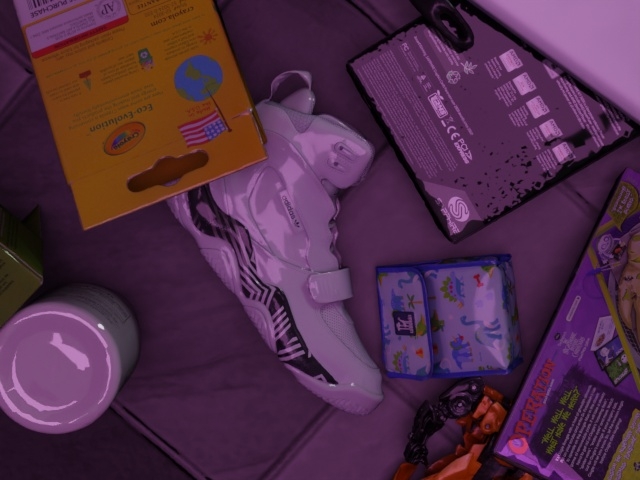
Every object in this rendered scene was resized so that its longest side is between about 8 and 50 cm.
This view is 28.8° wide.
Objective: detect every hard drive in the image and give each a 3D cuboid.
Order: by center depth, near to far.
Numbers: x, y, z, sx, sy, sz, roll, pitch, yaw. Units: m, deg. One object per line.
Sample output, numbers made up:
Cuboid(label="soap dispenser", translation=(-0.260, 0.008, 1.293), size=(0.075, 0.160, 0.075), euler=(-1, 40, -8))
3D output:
Cuboid(label="hard drive", translation=(0.334, -0.242, 1.268), size=(0.318, 0.040, 0.210), euler=(35, 94, -4))

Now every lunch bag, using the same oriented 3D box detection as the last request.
Cuboid(label="lunch bag", translation=(0.136, 0.084, 1.369), size=(0.151, 0.096, 0.129), euler=(-5, 92, 23))

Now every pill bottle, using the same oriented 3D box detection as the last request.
Cuboid(label="pill bottle", translation=(-0.257, 0.112, 1.302), size=(0.131, 0.229, 0.131), euler=(0, 96, 0))

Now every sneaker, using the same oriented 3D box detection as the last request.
Cuboid(label="sneaker", translation=(0.000, 0.000, 1.336), size=(0.210, 0.137, 0.366), euler=(-37, 91, 6))

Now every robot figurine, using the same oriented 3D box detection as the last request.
Cuboid(label="robot figurine", translation=(0.166, 0.289, 1.391), size=(0.211, 0.085, 0.291), euler=(30, 96, -3))

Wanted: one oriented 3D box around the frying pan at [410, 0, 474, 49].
Cuboid(label="frying pan", translation=(0.057, -0.349, 1.314), size=(0.326, 0.053, 0.197), euler=(27, 93, 12))

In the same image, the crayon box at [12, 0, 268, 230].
Cuboid(label="crayon box", translation=(-0.186, -0.168, 1.285), size=(0.202, 0.081, 0.319), euler=(-21, 67, 2))

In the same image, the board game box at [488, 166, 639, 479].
Cuboid(label="board game box", translation=(0.346, 0.118, 1.332), size=(0.208, 0.056, 0.347), euler=(28, 78, 2))

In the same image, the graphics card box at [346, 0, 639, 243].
Cuboid(label="graphics card box", translation=(0.239, -0.186, 1.341), size=(0.371, 0.094, 0.233), euler=(-32, 95, 2))

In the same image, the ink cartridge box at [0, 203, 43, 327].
Cuboid(label="ink cartridge box", translation=(-0.380, 0.037, 1.275), size=(0.189, 0.255, 0.097), euler=(-45, 113, 4))
